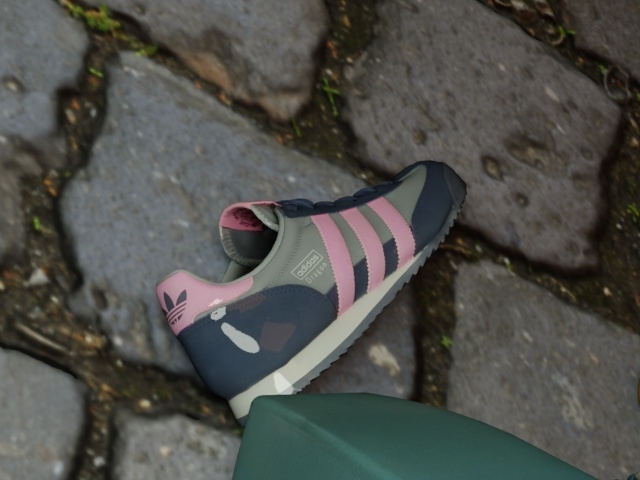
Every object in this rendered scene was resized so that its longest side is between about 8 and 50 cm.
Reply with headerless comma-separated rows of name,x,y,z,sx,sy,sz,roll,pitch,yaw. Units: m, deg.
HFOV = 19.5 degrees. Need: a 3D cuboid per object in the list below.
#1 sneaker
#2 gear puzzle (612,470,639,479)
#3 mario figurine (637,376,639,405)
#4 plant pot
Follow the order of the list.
sneaker,0.000,0.000,1.400,0.131,0.112,0.319,49,42,-5
gear puzzle,0.289,0.348,1.455,0.175,0.044,0.339,-17,77,-46
mario figurine,0.424,0.190,1.642,0.321,0.170,0.198,8,93,-23
plant pot,0.047,0.192,1.218,0.165,0.165,0.234,2,20,-39
